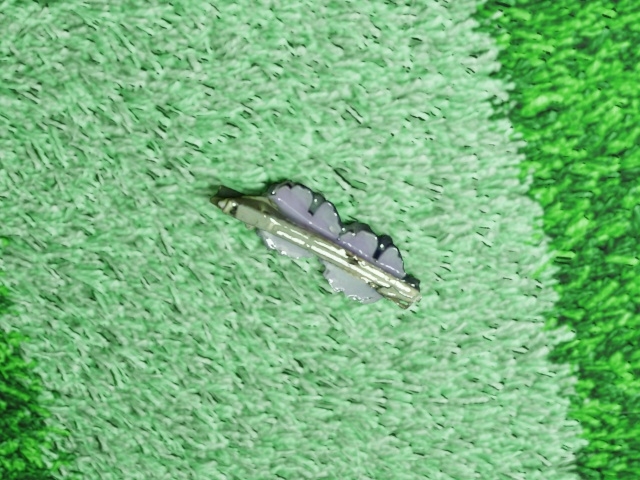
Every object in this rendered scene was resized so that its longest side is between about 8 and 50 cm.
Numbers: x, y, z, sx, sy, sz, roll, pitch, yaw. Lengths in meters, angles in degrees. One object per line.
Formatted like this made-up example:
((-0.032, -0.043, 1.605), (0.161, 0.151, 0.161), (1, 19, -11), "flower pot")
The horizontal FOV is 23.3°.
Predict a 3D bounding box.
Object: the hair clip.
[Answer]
((0.000, 0.000, 1.944), (0.292, 0.084, 0.106), (28, 106, -5), "hair clip")
